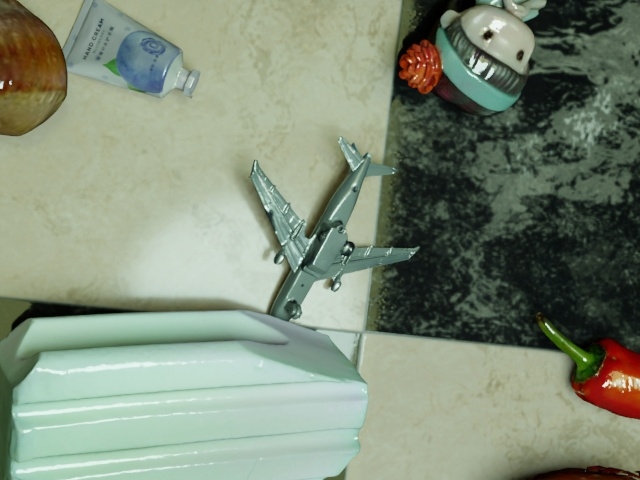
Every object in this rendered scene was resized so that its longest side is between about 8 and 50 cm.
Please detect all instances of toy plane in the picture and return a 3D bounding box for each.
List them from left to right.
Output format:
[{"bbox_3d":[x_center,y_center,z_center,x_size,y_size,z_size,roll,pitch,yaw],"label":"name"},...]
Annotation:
[{"bbox_3d":[0.002,-0.001,1.083,0.226,0.058,0.226,27,85,-28],"label":"toy plane"}]

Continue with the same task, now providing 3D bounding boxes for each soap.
[{"bbox_3d":[-0.134,0.177,0.986,0.346,0.115,0.208,-1,111,-25],"label":"soap"}]

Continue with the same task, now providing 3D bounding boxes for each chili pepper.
[{"bbox_3d":[0.417,0.146,1.176,0.368,0.092,0.137,0,73,-19],"label":"chili pepper"}]

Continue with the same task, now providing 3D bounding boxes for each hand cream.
[{"bbox_3d":[-0.192,-0.188,1.042,0.142,0.053,0.084,24,87,-2],"label":"hand cream"}]

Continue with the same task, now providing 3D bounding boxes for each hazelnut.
[{"bbox_3d":[-0.311,-0.167,0.959,0.143,0.154,0.143,1,93,27],"label":"hazelnut"}]

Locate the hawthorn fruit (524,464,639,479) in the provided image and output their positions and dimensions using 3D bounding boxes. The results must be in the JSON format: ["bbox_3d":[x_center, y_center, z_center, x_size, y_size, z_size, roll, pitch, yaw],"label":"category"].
[{"bbox_3d":[0.287,0.385,1.032,0.315,0.316,0.316,0,92,-13],"label":"hawthorn fruit"}]

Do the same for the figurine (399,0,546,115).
[{"bbox_3d":[0.181,-0.254,1.094,0.137,0.110,0.246,23,82,-10],"label":"figurine"}]
